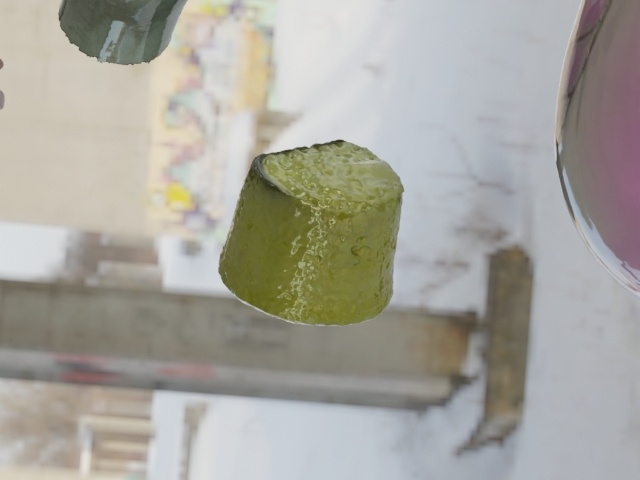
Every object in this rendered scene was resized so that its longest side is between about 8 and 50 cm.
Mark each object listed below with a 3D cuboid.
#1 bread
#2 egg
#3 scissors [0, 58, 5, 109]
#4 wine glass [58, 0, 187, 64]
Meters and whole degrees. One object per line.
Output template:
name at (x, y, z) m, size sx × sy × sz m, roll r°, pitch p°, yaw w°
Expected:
bread at (0.000, 0.000, 1.386) m, size 0.111 × 0.129 × 0.114 m, roll 36°, pitch 129°, yaw 38°
egg at (0.209, -0.091, 0.889) m, size 0.196 × 0.196 × 0.271 m, roll -148°, pitch 63°, yaw -85°
scissors at (-0.346, -0.160, 1.495) m, size 0.317 × 0.160 × 0.024 m, roll 54°, pitch -143°, yaw -69°
wine glass at (-0.106, -0.197, 1.174) m, size 0.202 × 0.093 × 0.093 m, roll 116°, pitch 161°, yaw -50°
